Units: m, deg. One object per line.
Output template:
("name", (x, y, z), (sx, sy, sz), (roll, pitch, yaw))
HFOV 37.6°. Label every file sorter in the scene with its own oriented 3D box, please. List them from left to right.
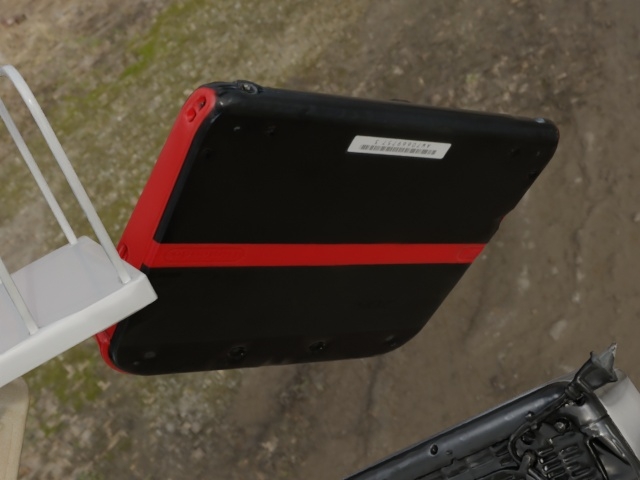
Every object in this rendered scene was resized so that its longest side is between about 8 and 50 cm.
("file sorter", (-0.286, 0.017, 0.607), (0.277, 0.173, 0.193), (-30, 20, -19))

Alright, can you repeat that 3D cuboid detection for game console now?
("game console", (0.000, 0.000, 0.879), (0.342, 0.386, 0.060), (-60, 45, 36))

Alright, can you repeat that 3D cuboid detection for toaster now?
("toaster", (0.109, 0.158, 0.459), (0.185, 0.110, 0.168), (-32, 78, 24))

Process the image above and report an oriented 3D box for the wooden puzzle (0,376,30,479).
("wooden puzzle", (-0.450, 0.259, 0.882), (0.080, 0.322, 0.348), (-40, 42, 49))
